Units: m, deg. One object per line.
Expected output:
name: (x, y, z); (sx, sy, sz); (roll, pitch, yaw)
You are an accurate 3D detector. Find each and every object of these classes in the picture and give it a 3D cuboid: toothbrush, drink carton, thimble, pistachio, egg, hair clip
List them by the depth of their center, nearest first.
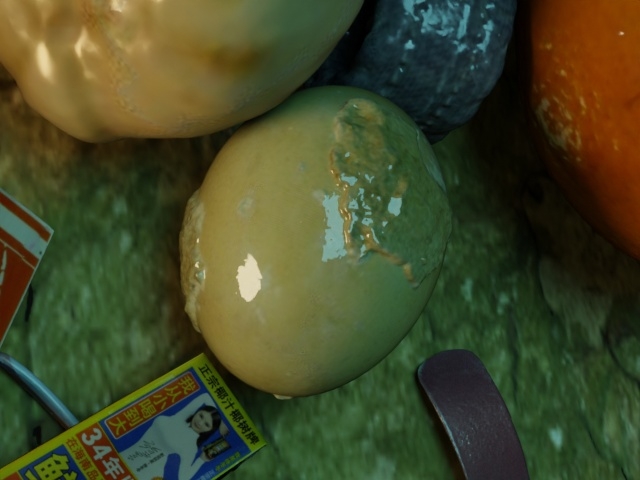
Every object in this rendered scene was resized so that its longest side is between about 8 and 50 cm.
drink carton: (-0.114, 0.132, 0.655); (0.166, 0.056, 0.071); (-27, 81, -44)
pistachio: (-0.069, -0.202, 0.691); (0.229, 0.238, 0.321); (30, 85, 3)
toothbrush: (-0.120, 0.131, 0.698); (0.193, 0.013, 0.019); (44, 52, -10)
egg: (-0.001, -0.002, 0.722); (0.164, 0.164, 0.201); (29, 67, -18)
thimble: (0.058, -0.145, 0.812); (0.098, 0.150, 0.150); (19, 65, -23)
hair clip: (0.111, 0.141, 0.819); (0.054, 0.022, 0.137); (-16, 82, -29)

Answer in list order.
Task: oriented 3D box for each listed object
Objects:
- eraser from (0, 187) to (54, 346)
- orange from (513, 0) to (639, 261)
eraser: (-0.245, 0.050, 0.609); (0.157, 0.038, 0.230); (43, 54, -39)
orange: (0.329, -0.165, 0.850); (0.424, 0.326, 0.423); (-1, 92, -30)
